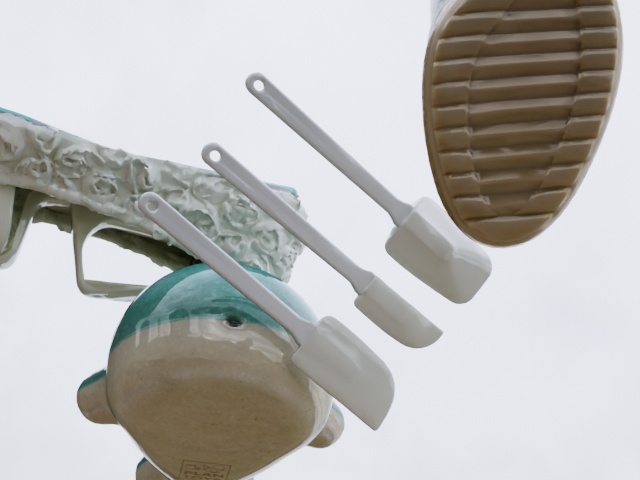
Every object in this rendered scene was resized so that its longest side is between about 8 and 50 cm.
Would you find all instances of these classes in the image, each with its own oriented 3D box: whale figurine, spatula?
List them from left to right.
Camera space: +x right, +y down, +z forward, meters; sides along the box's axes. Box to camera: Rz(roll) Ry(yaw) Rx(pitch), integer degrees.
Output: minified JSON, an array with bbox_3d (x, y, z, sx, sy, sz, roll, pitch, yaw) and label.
[{"bbox_3d":[-0.087,0.120,1.117,0.216,0.141,0.272,6,-35,-7],"label":"whale figurine"},{"bbox_3d":[0.000,0.000,1.012,0.242,0.168,0.019,41,-13,-9],"label":"spatula"}]

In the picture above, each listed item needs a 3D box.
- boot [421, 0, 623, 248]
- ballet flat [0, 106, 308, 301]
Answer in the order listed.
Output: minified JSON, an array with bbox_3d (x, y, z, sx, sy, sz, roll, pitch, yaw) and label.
[{"bbox_3d":[0.094,-0.105,0.719,0.090,0.248,0.207,6,-10,0],"label":"boot"},{"bbox_3d":[-0.207,-0.027,1.138,0.409,0.147,0.147,15,-35,-10],"label":"ballet flat"}]
